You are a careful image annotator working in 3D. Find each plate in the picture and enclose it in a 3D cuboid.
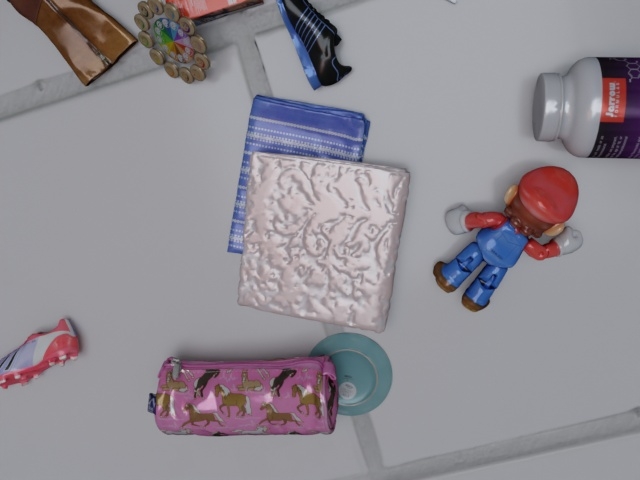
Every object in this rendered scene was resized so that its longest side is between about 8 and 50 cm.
[{"bbox_3d":[0.059,0.288,1.535,0.188,0.024,0.188,1,100,6],"label":"plate"}]

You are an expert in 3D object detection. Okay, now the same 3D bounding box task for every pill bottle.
[{"bbox_3d":[0.558,-0.237,1.301,0.323,0.181,0.181,2,101,6],"label":"pill bottle"}]

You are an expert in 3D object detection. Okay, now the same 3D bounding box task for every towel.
[{"bbox_3d":[-0.049,-0.112,1.466,0.243,0.040,0.335,12,102,5],"label":"towel"},{"bbox_3d":[0.000,0.000,1.442,0.317,0.053,0.331,9,103,8],"label":"towel"}]

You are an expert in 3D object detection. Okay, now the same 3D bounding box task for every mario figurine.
[{"bbox_3d":[0.373,-0.015,1.416,0.198,0.170,0.320,24,117,-35],"label":"mario figurine"}]

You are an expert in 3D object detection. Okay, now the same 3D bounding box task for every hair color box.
[{"bbox_3d":[-0.201,-0.459,1.392,0.167,0.093,0.053,-16,99,10],"label":"hair color box"}]

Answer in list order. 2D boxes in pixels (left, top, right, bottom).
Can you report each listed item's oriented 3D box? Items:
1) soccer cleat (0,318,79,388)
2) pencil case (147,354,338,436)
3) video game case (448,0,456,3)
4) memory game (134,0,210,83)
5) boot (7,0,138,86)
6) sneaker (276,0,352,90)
[{"bbox_3d":[-0.640,0.254,1.590,0.248,0.083,0.095,-23,68,15],"label":"soccer cleat"},{"bbox_3d":[-0.149,0.318,1.485,0.386,0.167,0.160,-2,65,11],"label":"pencil case"},{"bbox_3d":[0.220,-0.516,1.375,0.122,0.011,0.087,25,101,2],"label":"video game case"},{"bbox_3d":[-0.287,-0.381,1.392,0.186,0.186,0.012,41,58,-2],"label":"memory game"},{"bbox_3d":[-0.470,-0.489,1.416,0.264,0.096,0.280,-42,94,11],"label":"boot"},{"bbox_3d":[-0.017,-0.411,1.391,0.090,0.081,0.232,-22,104,7],"label":"sneaker"}]
